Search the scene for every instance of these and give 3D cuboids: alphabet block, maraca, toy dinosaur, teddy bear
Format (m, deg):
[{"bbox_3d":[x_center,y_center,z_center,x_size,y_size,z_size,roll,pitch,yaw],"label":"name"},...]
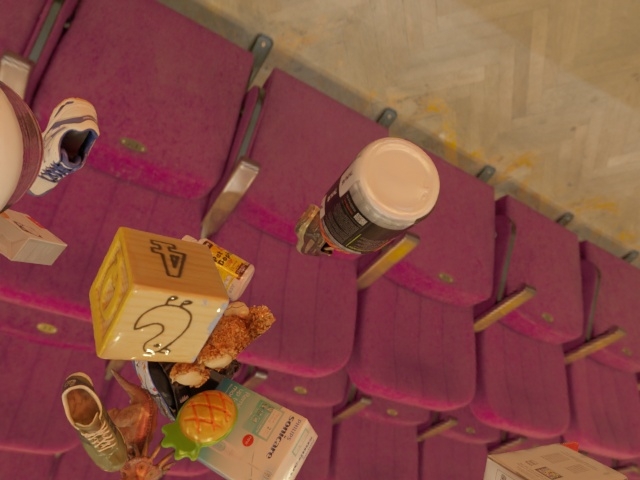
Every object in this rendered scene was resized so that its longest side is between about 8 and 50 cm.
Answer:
[{"bbox_3d":[-0.330,0.113,1.004,0.197,0.193,0.192,14,117,-38],"label":"alphabet block"},{"bbox_3d":[-0.269,0.412,1.119,0.127,0.185,0.099,31,131,22],"label":"maraca"},{"bbox_3d":[-0.414,0.436,1.125,0.127,0.296,0.200,9,159,-41],"label":"toy dinosaur"},{"bbox_3d":[-0.235,0.234,1.206,0.245,0.338,0.113,-37,90,37],"label":"teddy bear"}]

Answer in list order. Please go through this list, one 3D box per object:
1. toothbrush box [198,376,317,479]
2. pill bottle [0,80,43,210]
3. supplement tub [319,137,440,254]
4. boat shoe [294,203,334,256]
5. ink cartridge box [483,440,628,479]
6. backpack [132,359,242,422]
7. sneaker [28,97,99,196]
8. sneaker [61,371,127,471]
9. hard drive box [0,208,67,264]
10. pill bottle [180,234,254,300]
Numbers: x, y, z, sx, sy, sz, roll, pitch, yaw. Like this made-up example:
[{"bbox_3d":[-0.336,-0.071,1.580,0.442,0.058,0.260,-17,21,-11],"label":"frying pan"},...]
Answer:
[{"bbox_3d":[-0.192,0.536,1.330,0.295,0.216,0.126,18,147,29],"label":"toothbrush box"},{"bbox_3d":[-0.359,-0.087,0.442,0.176,0.318,0.176,-5,102,-24],"label":"pill bottle"},{"bbox_3d":[0.115,-0.082,1.130,0.193,0.193,0.316,13,159,-15],"label":"supplement tub"},{"bbox_3d":[0.000,0.000,1.643,0.130,0.132,0.355,33,172,11],"label":"boat shoe"},{"bbox_3d":[0.379,0.511,0.813,0.272,0.309,0.130,7,-176,-33],"label":"ink cartridge box"},{"bbox_3d":[-0.411,0.355,1.451,0.213,0.276,0.263,5,124,38],"label":"backpack"},{"bbox_3d":[-0.645,-0.205,1.211,0.112,0.131,0.296,15,124,-50],"label":"sneaker"},{"bbox_3d":[-0.397,0.323,0.861,0.064,0.192,0.086,-26,-178,-21],"label":"sneaker"},{"bbox_3d":[-0.938,-0.015,1.544,0.181,0.089,0.232,37,173,1],"label":"hard drive box"},{"bbox_3d":[-0.302,0.072,1.396,0.215,0.117,0.117,29,136,0],"label":"pill bottle"}]
